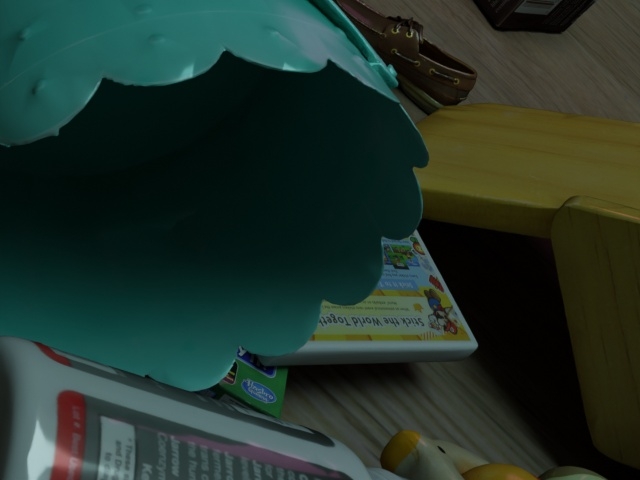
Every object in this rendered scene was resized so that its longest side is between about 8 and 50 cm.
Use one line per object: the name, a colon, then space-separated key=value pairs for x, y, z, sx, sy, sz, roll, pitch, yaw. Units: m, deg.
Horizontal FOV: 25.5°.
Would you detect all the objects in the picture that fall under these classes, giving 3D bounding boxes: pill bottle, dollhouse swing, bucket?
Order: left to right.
bucket: x=-0.099 y=-0.058 z=0.792 sx=0.281 sy=0.281 sz=0.183 roll=11 pitch=40 yaw=-40
pill bottle: x=-0.069 y=0.165 z=0.749 sx=0.283 sy=0.161 sz=0.161 roll=22 pitch=39 yaw=-31
dollhouse swing: x=0.238 y=0.036 z=1.269 sx=0.347 sy=0.305 sz=0.315 roll=-38 pitch=118 yaw=-59

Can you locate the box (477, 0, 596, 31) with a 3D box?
box: x=0.251 y=-0.379 z=1.684 sx=0.167 sy=0.168 sz=0.203 roll=-8 pitch=60 yaw=-51

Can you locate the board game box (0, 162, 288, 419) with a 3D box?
board game box: x=-0.154 y=-0.016 z=0.961 sx=0.317 sy=0.046 sz=0.213 roll=32 pitch=36 yaw=-18

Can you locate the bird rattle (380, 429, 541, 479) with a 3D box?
bird rattle: x=0.144 y=0.198 z=0.914 sx=0.254 sy=0.143 sz=0.207 roll=18 pitch=20 yaw=-41

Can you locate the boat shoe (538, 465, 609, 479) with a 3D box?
boat shoe: x=0.262 y=0.286 z=1.040 sx=0.285 sy=0.104 sz=0.089 roll=34 pitch=42 yaw=6

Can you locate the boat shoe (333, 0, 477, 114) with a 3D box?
boat shoe: x=0.078 y=-0.196 z=1.395 sx=0.178 sy=0.060 sz=0.064 roll=36 pitch=34 yaw=-12

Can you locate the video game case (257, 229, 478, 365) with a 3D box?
video game case: x=0.000 y=0.000 z=1.049 sx=0.227 sy=0.026 sz=0.206 roll=5 pitch=51 yaw=-49
